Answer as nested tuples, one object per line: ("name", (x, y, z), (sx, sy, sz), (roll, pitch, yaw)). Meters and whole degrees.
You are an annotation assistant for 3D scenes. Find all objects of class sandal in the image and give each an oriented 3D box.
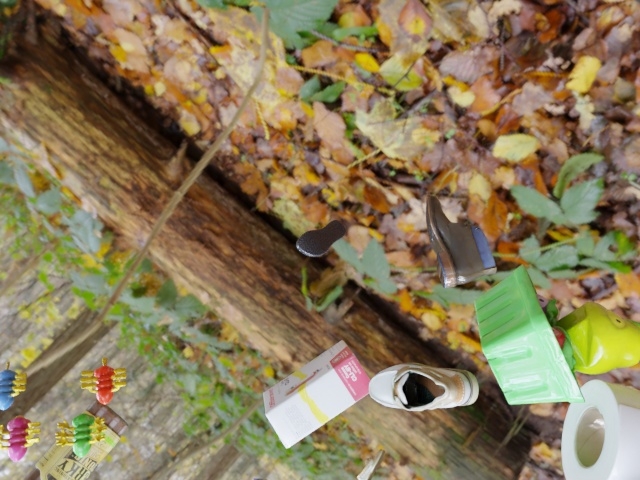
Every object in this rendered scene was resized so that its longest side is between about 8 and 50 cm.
("sandal", (0.000, 0.000, 1.473), (0.040, 0.179, 0.067), (-35, 86, 39))

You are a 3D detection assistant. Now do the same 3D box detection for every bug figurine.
("bug figurine", (-0.539, 0.336, 1.213), (0.072, 0.279, 0.216), (107, 158, -43))

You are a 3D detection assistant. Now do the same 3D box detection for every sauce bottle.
("sauce bottle", (-0.585, 0.525, 1.347), (0.111, 0.344, 0.111), (29, 152, 17))

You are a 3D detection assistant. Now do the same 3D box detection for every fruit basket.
("fruit basket", (0.597, 0.223, 1.485), (0.282, 0.392, 0.392), (62, 160, -11))

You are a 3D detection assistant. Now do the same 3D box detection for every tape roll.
("tape roll", (0.695, 0.486, 1.454), (0.100, 0.286, 0.286), (15, 162, 1))

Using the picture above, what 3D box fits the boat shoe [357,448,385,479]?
("boat shoe", (0.170, 0.761, 2.037), (0.045, 0.135, 0.050), (30, 172, 30))

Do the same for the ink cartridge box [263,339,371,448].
("ink cartridge box", (-0.015, 0.563, 2.249), (0.160, 0.385, 0.279), (57, 175, -5))

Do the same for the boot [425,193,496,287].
("boot", (0.276, -0.008, 1.212), (0.082, 0.106, 0.219), (75, -174, -58))

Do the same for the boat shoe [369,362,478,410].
("boat shoe", (0.214, 0.341, 1.407), (0.103, 0.113, 0.302), (9, 161, -40))

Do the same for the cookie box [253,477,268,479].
("cookie box", (-0.164, 0.692, 1.602), (0.040, 0.107, 0.092), (6, 160, -6))
